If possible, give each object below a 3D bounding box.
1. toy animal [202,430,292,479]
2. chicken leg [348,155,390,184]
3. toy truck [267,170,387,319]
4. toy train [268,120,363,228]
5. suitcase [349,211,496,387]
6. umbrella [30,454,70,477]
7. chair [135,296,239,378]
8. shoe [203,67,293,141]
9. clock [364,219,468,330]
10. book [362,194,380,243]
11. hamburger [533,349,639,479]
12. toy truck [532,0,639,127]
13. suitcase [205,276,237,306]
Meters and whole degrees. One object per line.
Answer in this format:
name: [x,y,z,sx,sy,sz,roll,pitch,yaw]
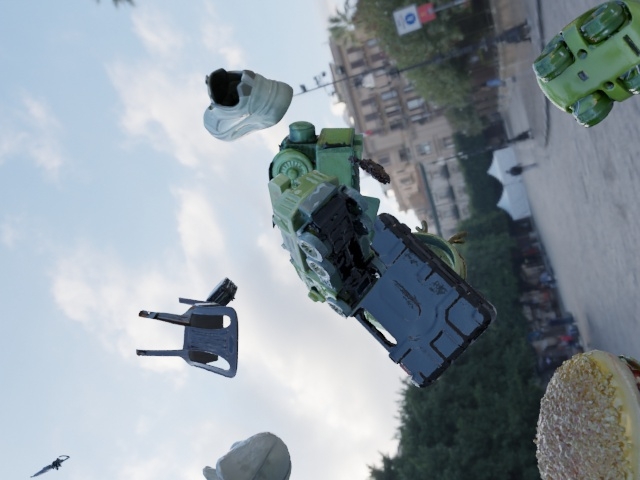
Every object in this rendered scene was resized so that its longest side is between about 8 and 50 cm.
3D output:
toy animal: [-0.195,0.617,1.509,0.249,0.174,0.289,42,-122,-43]
chicken leg: [0.084,-0.122,1.004,0.083,0.021,0.036,33,-142,-8]
toy truck: [0.000,0.000,0.601,0.077,0.100,0.169,-48,-33,-18]
toy train: [-0.004,-0.118,1.268,0.159,0.188,0.271,-78,-13,-62]
suitcase: [0.158,0.108,1.111,0.285,0.206,0.066,45,-158,17]
umbrella: [-0.491,0.413,1.083,0.022,0.149,0.022,25,-135,-34]
chair: [-0.294,0.243,1.539,0.183,0.326,0.175,2,-89,-62]
shoe: [-0.210,-0.318,1.347,0.159,0.316,0.124,27,-110,-40]
clock: [0.223,0.078,1.383,0.308,0.235,0.096,-51,-37,-29]
book: [0.030,-0.014,0.884,0.017,0.103,0.135,79,-154,-57]
hamburger: [0.464,0.327,0.977,0.302,0.170,0.302,-166,90,-81]
toy truck: [0.451,-0.301,0.923,0.148,0.187,0.210,45,-111,-8]
suitcase: [-0.290,0.162,1.762,0.059,0.086,0.126,45,-173,-9]
